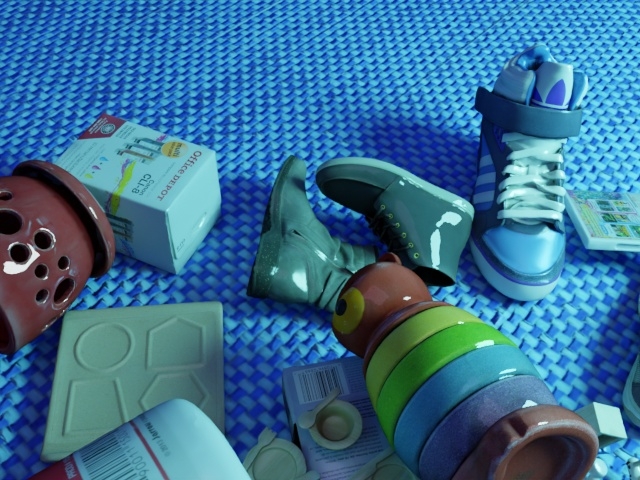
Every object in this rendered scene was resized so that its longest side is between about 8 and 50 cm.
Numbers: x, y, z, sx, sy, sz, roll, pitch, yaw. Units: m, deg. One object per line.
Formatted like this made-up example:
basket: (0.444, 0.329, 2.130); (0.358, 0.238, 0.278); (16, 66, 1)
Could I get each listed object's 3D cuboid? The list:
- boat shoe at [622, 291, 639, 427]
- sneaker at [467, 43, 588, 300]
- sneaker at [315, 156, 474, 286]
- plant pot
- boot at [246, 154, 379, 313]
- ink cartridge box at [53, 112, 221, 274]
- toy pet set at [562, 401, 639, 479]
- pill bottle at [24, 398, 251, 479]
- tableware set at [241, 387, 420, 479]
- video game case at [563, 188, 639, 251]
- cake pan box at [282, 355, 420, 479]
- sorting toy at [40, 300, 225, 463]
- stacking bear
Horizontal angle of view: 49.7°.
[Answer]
boat shoe: (0.437, 0.100, 0.835); (0.102, 0.092, 0.285); (23, 51, 20)
sneaker: (0.276, -0.112, 0.913); (0.130, 0.236, 0.323); (6, 49, 2)
sneaker: (0.090, -0.025, 0.897); (0.222, 0.083, 0.118); (19, 62, -4)
plant pot: (-0.359, 0.010, 0.817); (0.191, 0.191, 0.174); (27, 46, 19)
boot: (0.000, 0.000, 0.926); (0.161, 0.083, 0.246); (15, 49, -6)
ink cartridge box: (-0.238, -0.063, 0.919); (0.176, 0.127, 0.128); (20, 51, 12)
toy pet set: (0.285, 0.233, 0.734); (0.122, 0.065, 0.114); (17, 50, -21)
pill bottle: (-0.233, 0.317, 0.531); (0.407, 0.229, 0.229); (-27, 56, -23)
tableware set: (0.012, 0.229, 0.670); (0.141, 0.020, 0.168); (-35, 58, -25)
video game case: (0.421, -0.028, 0.957); (0.143, 0.019, 0.157); (4, 30, 3)
cake pan box: (0.099, 0.230, 0.727); (0.266, 0.070, 0.246); (-10, 49, -11)
sorting toy: (-0.208, 0.158, 0.797); (0.193, 0.038, 0.208); (-3, 45, -6)
stacking bear: (0.108, 0.130, 0.673); (0.164, 0.175, 0.289); (7, 31, -37)
